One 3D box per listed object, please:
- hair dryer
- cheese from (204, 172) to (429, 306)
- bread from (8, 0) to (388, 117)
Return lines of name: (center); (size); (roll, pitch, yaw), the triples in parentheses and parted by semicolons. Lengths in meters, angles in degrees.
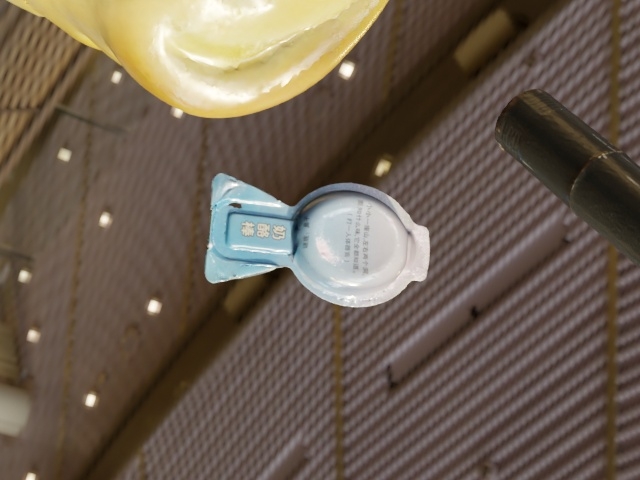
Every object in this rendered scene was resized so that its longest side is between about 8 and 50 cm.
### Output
hair dryer: (0.211, -0.001, 0.876); (0.050, 0.195, 0.173); (-47, -133, 9)
cheese: (0.000, 0.000, 1.491); (0.052, 0.244, 0.135); (139, -43, -70)
bread: (-0.058, -0.249, 1.042); (0.270, 0.211, 0.316); (28, -89, 28)
